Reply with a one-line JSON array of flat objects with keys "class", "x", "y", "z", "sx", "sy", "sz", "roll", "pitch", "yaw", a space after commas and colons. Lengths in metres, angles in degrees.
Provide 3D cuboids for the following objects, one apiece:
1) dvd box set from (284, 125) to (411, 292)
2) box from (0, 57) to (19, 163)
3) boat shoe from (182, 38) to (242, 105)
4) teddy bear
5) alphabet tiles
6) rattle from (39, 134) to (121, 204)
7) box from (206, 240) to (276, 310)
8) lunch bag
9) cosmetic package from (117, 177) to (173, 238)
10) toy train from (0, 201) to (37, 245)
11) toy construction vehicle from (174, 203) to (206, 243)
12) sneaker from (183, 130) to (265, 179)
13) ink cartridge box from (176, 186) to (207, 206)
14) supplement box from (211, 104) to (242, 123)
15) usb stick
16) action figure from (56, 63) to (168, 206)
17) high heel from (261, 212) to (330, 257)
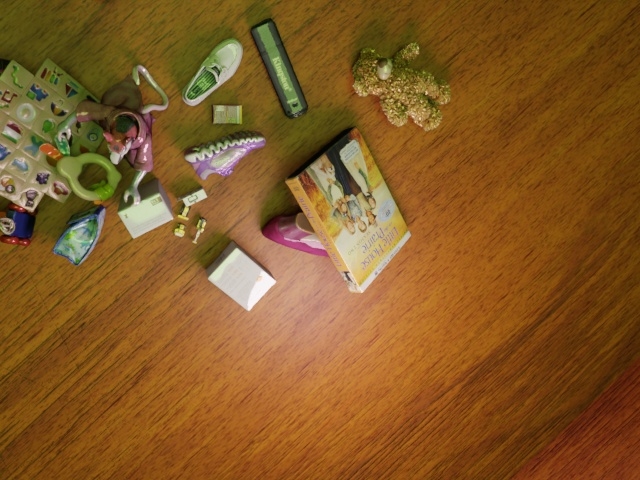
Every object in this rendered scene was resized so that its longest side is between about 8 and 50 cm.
[{"class": "dvd box set", "x": 0.102, "y": -0.094, "z": 1.542, "sx": 0.307, "sy": 0.062, "sz": 0.421, "roll": -44, "pitch": 115, "yaw": -32}, {"class": "box", "x": -0.825, "y": -0.321, "z": 1.211, "sx": 0.142, "sy": 0.163, "sz": 0.248, "roll": 2, "pitch": 105, "yaw": -15}, {"class": "boat shoe", "x": -0.292, "y": -0.462, "z": 1.382, "sx": 0.083, "sy": 0.076, "sz": 0.226, "roll": 37, "pitch": 92, "yaw": -23}, {"class": "teddy bear", "x": 0.261, "y": -0.472, "z": 1.530, "sx": 0.338, "sy": 0.113, "sz": 0.245, "roll": 39, "pitch": 89, "yaw": -23}, {"class": "alphabet tiles", "x": -0.697, "y": -0.258, "z": 1.237, "sx": 0.285, "sy": 0.011, "sz": 0.343, "roll": 44, "pitch": 67, "yaw": -54}, {"class": "rattle", "x": -0.639, "y": -0.185, "z": 1.317, "sx": 0.199, "sy": 0.142, "sz": 0.130, "roll": 29, "pitch": 87, "yaw": -27}, {"class": "box", "x": -0.247, "y": 0.109, "z": 1.547, "sx": 0.130, "sy": 0.091, "sz": 0.170, "roll": -47, "pitch": 112, "yaw": -1}, {"class": "lunch bag", "x": -0.648, "y": -0.026, "z": 1.367, "sx": 0.096, "sy": 0.129, "sz": 0.151, "roll": 38, "pitch": 92, "yaw": -23}, {"class": "cosmetic package", "x": -0.470, "y": -0.093, "z": 1.346, "sx": 0.117, "sy": 0.231, "sz": 0.086, "roll": -27, "pitch": 114, "yaw": -8}, {"class": "toy train", "x": -0.823, "y": -0.053, "z": 1.246, "sx": 0.143, "sy": 0.248, "sz": 0.105, "roll": 11, "pitch": 85, "yaw": -12}, {"class": "toy construction vehicle", "x": -0.389, "y": -0.048, "z": 1.490, "sx": 0.085, "sy": 0.035, "sz": 0.098, "roll": 23, "pitch": 97, "yaw": -21}, {"class": "sneaker", "x": -0.268, "y": -0.244, "z": 1.448, "sx": 0.236, "sy": 0.095, "sz": 0.105, "roll": -19, "pitch": 116, "yaw": -6}, {"class": "ink cartridge box", "x": -0.377, "y": -0.125, "z": 1.465, "sx": 0.083, "sy": 0.048, "sz": 0.028, "roll": -27, "pitch": 111, "yaw": -7}, {"class": "supplement box", "x": -0.269, "y": -0.362, "z": 1.434, "sx": 0.083, "sy": 0.043, "sz": 0.055, "roll": -2, "pitch": 106, "yaw": -17}, {"class": "usb stick", "x": -0.116, "y": -0.493, "z": 1.443, "sx": 0.077, "sy": 0.045, "sz": 0.278, "roll": -27, "pitch": 111, "yaw": -9}, {"class": "action figure", "x": -0.459, "y": -0.267, "z": 1.227, "sx": 0.276, "sy": 0.370, "sz": 0.248, "roll": -45, "pitch": 114, "yaw": -4}, {"class": "high heel", "x": 0.000, "y": 0.000, "z": 1.617, "sx": 0.377, "sy": 0.181, "sz": 0.127, "roll": 28, "pitch": 62, "yaw": -37}]
